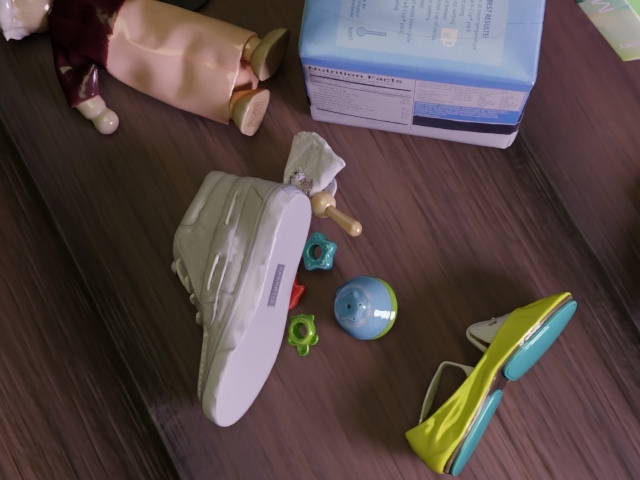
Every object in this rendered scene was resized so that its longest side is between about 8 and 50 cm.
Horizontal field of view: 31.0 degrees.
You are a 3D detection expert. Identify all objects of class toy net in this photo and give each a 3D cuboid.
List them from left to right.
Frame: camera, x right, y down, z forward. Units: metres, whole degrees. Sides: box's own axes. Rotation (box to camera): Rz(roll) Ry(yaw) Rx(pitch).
[{"bbox_3d":[0.000,0.000,1.232,0.122,0.045,0.232,-20,75,29],"label":"toy net"}]

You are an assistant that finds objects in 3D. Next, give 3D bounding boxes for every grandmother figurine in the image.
[{"bbox_3d":[-0.217,-0.218,1.253,0.342,0.104,0.207,23,97,9],"label":"grandmother figurine"}]

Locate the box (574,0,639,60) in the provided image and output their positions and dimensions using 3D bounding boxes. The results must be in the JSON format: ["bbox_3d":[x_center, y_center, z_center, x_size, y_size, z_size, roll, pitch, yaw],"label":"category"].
[{"bbox_3d":[0.255,-0.358,1.060,0.322,0.058,0.232,43,65,-24],"label":"box"}]

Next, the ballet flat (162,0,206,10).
[{"bbox_3d":[-0.215,-0.330,1.284,0.213,0.068,0.072,32,84,8],"label":"ballet flat"}]

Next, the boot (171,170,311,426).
[{"bbox_3d":[-0.103,0.056,1.211,0.123,0.095,0.258,16,86,28],"label":"boot"}]

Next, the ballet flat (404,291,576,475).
[{"bbox_3d":[0.168,0.132,1.184,0.077,0.077,0.231,34,86,25],"label":"ballet flat"}]

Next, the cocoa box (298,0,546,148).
[{"bbox_3d":[0.117,-0.299,1.178,0.232,0.228,0.347,8,81,5],"label":"cocoa box"}]
